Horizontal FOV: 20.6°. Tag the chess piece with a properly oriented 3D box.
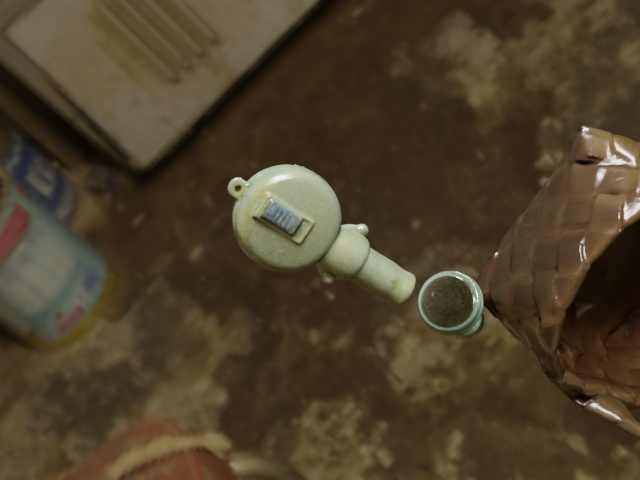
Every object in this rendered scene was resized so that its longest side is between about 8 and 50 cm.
[{"bbox_3d":[0.141,0.073,1.825,0.067,0.103,0.067,-4,75,13],"label":"chess piece"}]

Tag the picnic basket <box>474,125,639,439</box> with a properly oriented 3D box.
[{"bbox_3d":[0.374,0.077,1.816,0.293,0.337,0.337,-58,37,14],"label":"picnic basket"}]

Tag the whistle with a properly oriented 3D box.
[{"bbox_3d":[0.000,0.000,2.050,0.126,0.258,0.067,-55,21,7],"label":"whistle"}]
